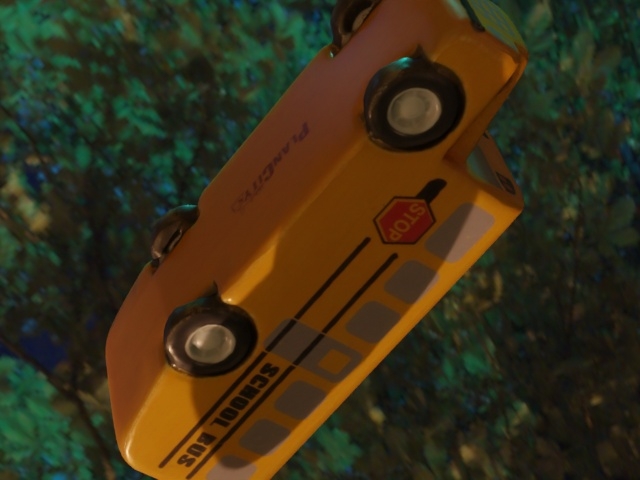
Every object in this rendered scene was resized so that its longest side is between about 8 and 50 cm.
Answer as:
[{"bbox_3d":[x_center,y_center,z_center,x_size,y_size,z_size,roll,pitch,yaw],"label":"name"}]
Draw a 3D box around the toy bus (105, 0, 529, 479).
[{"bbox_3d":[0.000,0.000,0.854,0.332,0.130,0.108,-49,-149,22],"label":"toy bus"}]
